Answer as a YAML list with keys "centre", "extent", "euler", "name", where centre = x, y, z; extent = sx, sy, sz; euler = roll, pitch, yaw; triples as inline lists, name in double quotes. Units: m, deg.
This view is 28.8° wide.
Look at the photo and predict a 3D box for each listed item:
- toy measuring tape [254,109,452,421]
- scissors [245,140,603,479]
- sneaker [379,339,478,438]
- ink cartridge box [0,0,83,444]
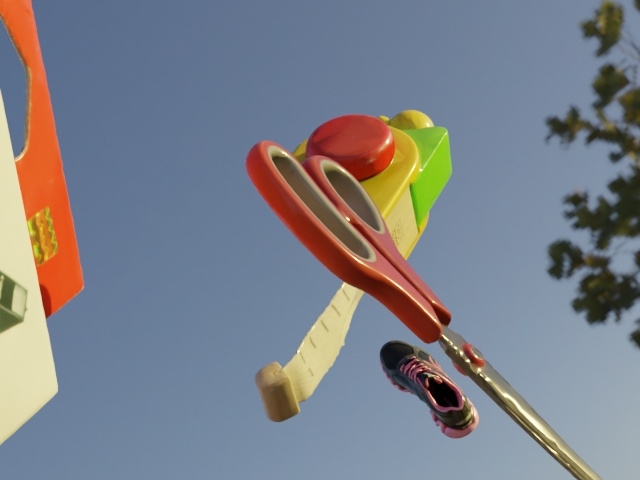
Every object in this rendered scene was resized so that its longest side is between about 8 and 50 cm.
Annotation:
- centre: [0.000, 0.000, 0.937]
  extent: [0.330, 0.121, 0.121]
  euler: [-55, -4, -41]
  name: "toy measuring tape"
- centre: [0.066, 0.057, 0.692]
  extent: [0.021, 0.297, 0.109]
  euler: [-43, -14, 19]
  name: "scissors"
- centre: [0.098, 0.128, 1.149]
  extent: [0.047, 0.119, 0.057]
  euler: [-43, -31, -9]
  name: "sneaker"
- centre: [-0.167, -0.050, 0.566]
  extent: [0.060, 0.275, 0.239]
  euler: [2, 23, 21]
  name: "ink cartridge box"
